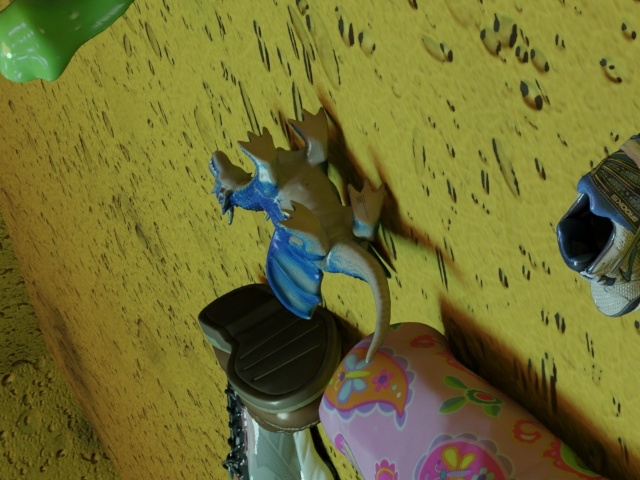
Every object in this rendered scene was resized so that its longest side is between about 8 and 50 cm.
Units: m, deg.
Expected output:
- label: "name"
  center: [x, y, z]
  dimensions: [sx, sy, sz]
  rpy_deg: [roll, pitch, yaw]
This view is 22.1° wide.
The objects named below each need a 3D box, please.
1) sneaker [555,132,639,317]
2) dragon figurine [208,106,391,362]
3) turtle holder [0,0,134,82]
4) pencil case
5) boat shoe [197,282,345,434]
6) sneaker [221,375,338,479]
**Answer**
- label: "sneaker"
  center: [0.144, -0.001, 0.835]
  dimensions: [0.052, 0.058, 0.135]
  rpy_deg: [54, 162, 32]
- label: "dragon figurine"
  center: [0.000, 0.000, 1.250]
  dimensions: [0.289, 0.085, 0.144]
  rpy_deg: [54, 162, 34]
- label: "turtle holder"
  center: [-0.251, -0.304, 1.309]
  dimensions: [0.243, 0.227, 0.320]
  rpy_deg: [58, 163, 19]
- label: "pencil case"
  center: [0.109, 0.162, 1.108]
  dimensions: [0.284, 0.124, 0.124]
  rpy_deg: [39, 151, 55]
- label: "boat shoe"
  center: [-0.029, 0.124, 1.532]
  dimensions: [0.104, 0.111, 0.307]
  rpy_deg: [65, 175, -17]
- label: "sneaker"
  center: [-0.063, 0.213, 1.757]
  dimensions: [0.271, 0.108, 0.100]
  rpy_deg: [67, 166, -8]
